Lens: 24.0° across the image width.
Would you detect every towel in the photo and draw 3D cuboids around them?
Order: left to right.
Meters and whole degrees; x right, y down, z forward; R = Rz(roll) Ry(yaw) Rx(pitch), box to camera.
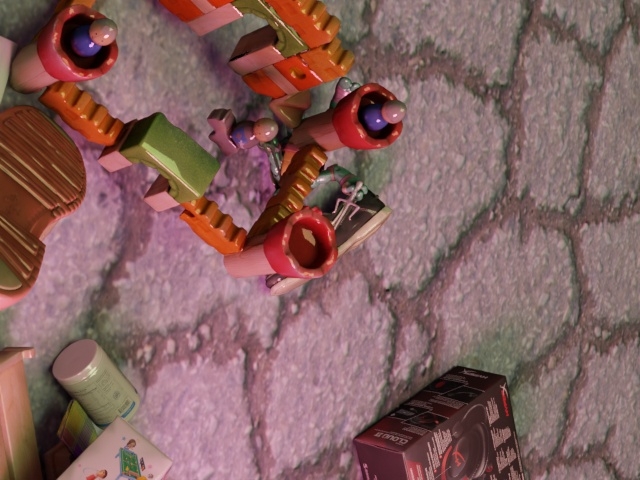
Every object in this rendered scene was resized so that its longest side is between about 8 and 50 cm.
[{"bbox_3d":[-0.305,0.244,1.892,0.083,0.009,0.060,66,29,-46],"label":"towel"}]

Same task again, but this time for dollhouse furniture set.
[{"bbox_3d":[-0.453,0.196,1.765,0.355,0.174,0.303,-34,121,-66],"label":"dollhouse furniture set"}]

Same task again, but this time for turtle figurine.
[{"bbox_3d":[-0.024,-0.121,2.098,0.175,0.118,0.234,21,73,-25],"label":"turtle figurine"}]

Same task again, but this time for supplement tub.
[{"bbox_3d":[-0.284,0.184,1.917,0.071,0.071,0.107,-52,128,-26],"label":"supplement tub"}]

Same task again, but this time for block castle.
[{"bbox_3d":[-0.118,-0.187,1.838,0.453,0.213,0.303,42,59,-24],"label":"block castle"}]

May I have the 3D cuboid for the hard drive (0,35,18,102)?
[{"bbox_3d":[-0.488,-0.095,1.683,0.233,0.047,0.353,22,80,-45],"label":"hard drive"}]

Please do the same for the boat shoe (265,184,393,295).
[{"bbox_3d":[0.000,0.000,2.188,0.233,0.084,0.079,-38,84,-27],"label":"boat shoe"}]

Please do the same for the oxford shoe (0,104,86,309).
[{"bbox_3d":[-0.375,-0.027,1.691,0.140,0.146,0.397,45,25,-15],"label":"oxford shoe"}]

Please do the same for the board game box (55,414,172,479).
[{"bbox_3d":[-0.318,0.383,1.816,0.303,0.097,0.224,-46,169,-29],"label":"board game box"}]

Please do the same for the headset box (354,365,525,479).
[{"bbox_3d":[0.186,0.364,2.393,0.293,0.110,0.218,-31,117,-38],"label":"headset box"}]
